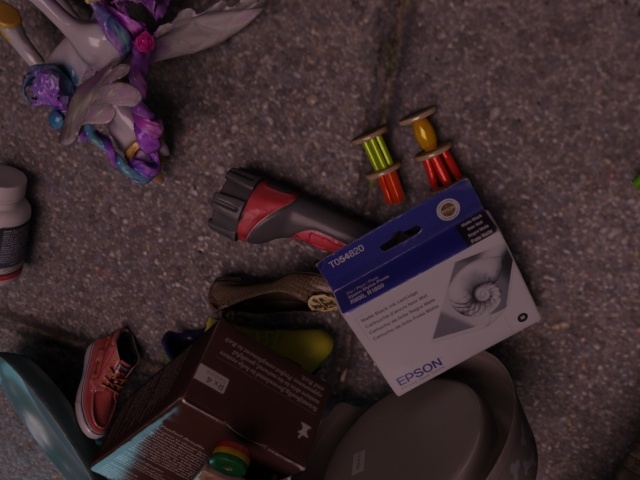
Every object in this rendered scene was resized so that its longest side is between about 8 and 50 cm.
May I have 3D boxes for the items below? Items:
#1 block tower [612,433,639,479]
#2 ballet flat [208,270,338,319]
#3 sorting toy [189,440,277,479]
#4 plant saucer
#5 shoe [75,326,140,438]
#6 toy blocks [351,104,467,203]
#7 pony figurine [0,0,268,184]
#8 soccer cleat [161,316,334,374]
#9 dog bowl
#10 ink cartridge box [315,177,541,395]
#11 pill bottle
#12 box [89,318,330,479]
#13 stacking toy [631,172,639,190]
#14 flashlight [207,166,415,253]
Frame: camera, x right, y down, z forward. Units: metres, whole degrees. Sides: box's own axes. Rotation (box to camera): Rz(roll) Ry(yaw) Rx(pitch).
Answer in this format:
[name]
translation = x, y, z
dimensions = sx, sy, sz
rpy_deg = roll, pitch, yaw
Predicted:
[block tower]
translation = 0.435, 0.236, 0.879
dimensions = 0.091, 0.097, 0.335
rpy_deg = 32, 88, 7
[ballet flat]
translation = -0.066, 0.086, 1.079
dimensions = 0.250, 0.058, 0.084
rpy_deg = -2, 143, 34
[sorting toy]
translation = -0.108, 0.331, 0.991
dimensions = 0.132, 0.046, 0.274
rpy_deg = 26, 140, -8
[plant saucer]
translation = -0.458, 0.317, 1.294
dimensions = 0.318, 0.044, 0.317
rpy_deg = 34, 143, 31
[shoe]
translation = -0.344, 0.227, 1.221
dimensions = 0.081, 0.178, 0.063
rpy_deg = -31, 135, 25
[toy blocks]
translation = 0.122, -0.085, 0.973
dimensions = 0.123, 0.054, 0.148
rpy_deg = -19, 103, 26
[pony figurine]
translation = -0.276, -0.251, 0.965
dimensions = 0.363, 0.303, 0.351
rpy_deg = 54, 151, -10
[soccer cleat]
translation = -0.120, 0.166, 1.141
dimensions = 0.289, 0.093, 0.121
rpy_deg = -13, 113, 26
[dog bowl]
translation = 0.121, 0.296, 0.976
dimensions = 0.349, 0.348, 0.102
rpy_deg = -29, 111, 28
[ink cartridge box]
translation = 0.141, 0.066, 0.953
dimensions = 0.223, 0.045, 0.224
rpy_deg = -30, 118, 7
[pill bottle]
translation = -0.526, -0.027, 1.213
dimensions = 0.108, 0.108, 0.180
rpy_deg = 26, 117, 10
[box]
translation = -0.174, 0.276, 1.100
dimensions = 0.191, 0.143, 0.381
rpy_deg = 34, 140, -15
[stacking toy]
translation = 0.493, -0.062, 0.847
dimensions = 0.221, 0.052, 0.167
rpy_deg = 39, 117, 5
[flashlight]
translation = 0.000, 0.000, 1.031
dimensions = 0.304, 0.103, 0.103
rpy_deg = 25, 157, 7
